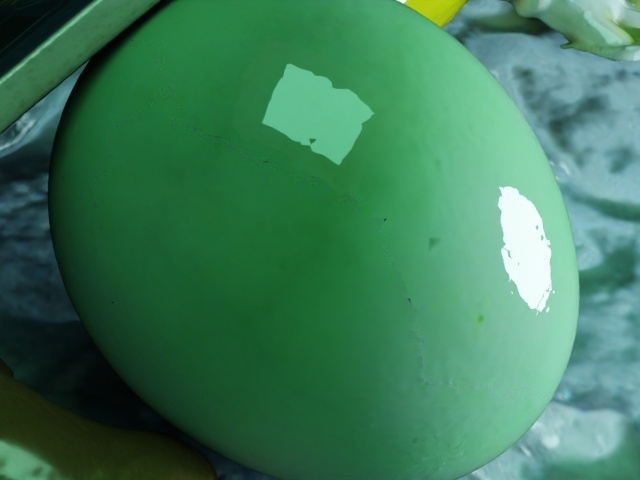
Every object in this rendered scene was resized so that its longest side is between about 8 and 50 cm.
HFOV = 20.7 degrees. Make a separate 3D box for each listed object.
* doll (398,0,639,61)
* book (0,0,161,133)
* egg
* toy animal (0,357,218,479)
[{"bbox_3d":[0.034,-0.216,1.084,0.348,0.161,0.423,4,41,-21],"label":"doll"},{"bbox_3d":[-0.173,-0.071,0.803,0.269,0.025,0.191,-43,26,-17],"label":"book"},{"bbox_3d":[0.000,0.000,0.814,0.270,0.220,0.220,46,44,-15],"label":"egg"},{"bbox_3d":[-0.137,0.095,0.779,0.312,0.097,0.157,29,40,6],"label":"toy animal"}]
